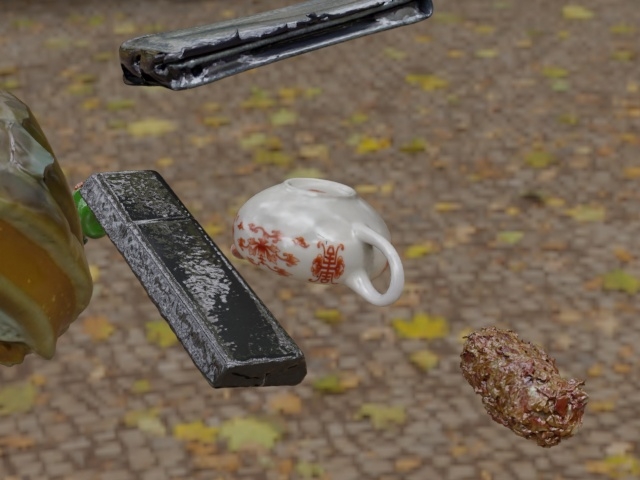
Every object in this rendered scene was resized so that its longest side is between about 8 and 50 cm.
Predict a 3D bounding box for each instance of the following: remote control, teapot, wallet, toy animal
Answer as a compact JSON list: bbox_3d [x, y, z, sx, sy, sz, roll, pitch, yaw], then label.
[{"bbox_3d":[-0.082,0.018,0.935,0.063,0.025,0.245,-5,31,-28],"label":"remote control"},{"bbox_3d":[0.000,0.000,1.536,0.159,0.116,0.245,15,10,-37],"label":"teapot"},{"bbox_3d":[-0.041,-0.159,1.202,0.222,0.036,0.167,-16,13,-20],"label":"wallet"},{"bbox_3d":[-0.374,-0.043,2.180,0.208,0.103,0.100,10,25,31],"label":"toy animal"}]

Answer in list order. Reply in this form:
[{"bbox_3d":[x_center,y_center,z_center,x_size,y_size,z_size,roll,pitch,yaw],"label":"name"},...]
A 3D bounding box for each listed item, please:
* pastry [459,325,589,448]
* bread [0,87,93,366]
[{"bbox_3d":[0.194,0.143,1.544,0.063,0.087,0.169,29,6,-36],"label":"pastry"},{"bbox_3d":[-0.391,-0.046,1.777,0.210,0.300,0.341,-40,29,14],"label":"bread"}]
